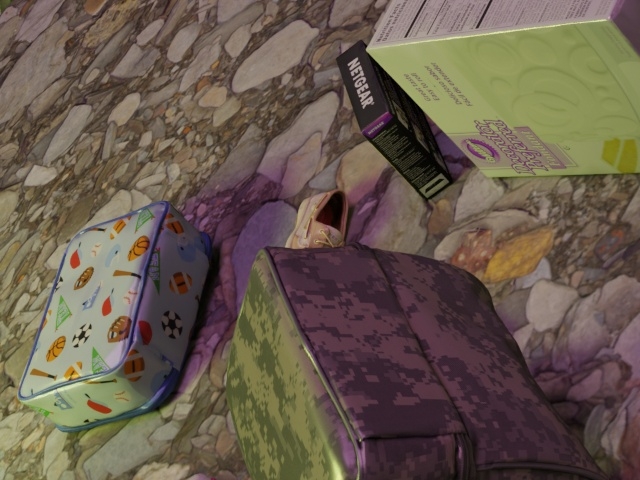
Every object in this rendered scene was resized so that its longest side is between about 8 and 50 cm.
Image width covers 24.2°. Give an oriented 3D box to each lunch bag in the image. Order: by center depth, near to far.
[{"bbox_3d":[0.082,0.156,1.256,0.305,0.256,0.212,-117,32,-47],"label":"lunch bag"},{"bbox_3d":[-0.270,0.096,1.954,0.243,0.115,0.303,-21,41,38],"label":"lunch bag"}]

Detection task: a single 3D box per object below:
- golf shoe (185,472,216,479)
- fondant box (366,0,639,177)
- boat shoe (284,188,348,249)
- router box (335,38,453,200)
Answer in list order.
[{"bbox_3d":[-0.247,0.332,1.630,0.306,0.140,0.115,-37,4,12],"label":"golf shoe"},{"bbox_3d":[0.245,-0.171,1.541,0.330,0.238,0.096,2,57,49],"label":"fondant box"},{"bbox_3d":[0.000,0.000,1.795,0.059,0.063,0.170,-30,35,33],"label":"boat shoe"},{"bbox_3d":[0.087,-0.146,1.790,0.046,0.133,0.179,-36,34,14],"label":"router box"}]
